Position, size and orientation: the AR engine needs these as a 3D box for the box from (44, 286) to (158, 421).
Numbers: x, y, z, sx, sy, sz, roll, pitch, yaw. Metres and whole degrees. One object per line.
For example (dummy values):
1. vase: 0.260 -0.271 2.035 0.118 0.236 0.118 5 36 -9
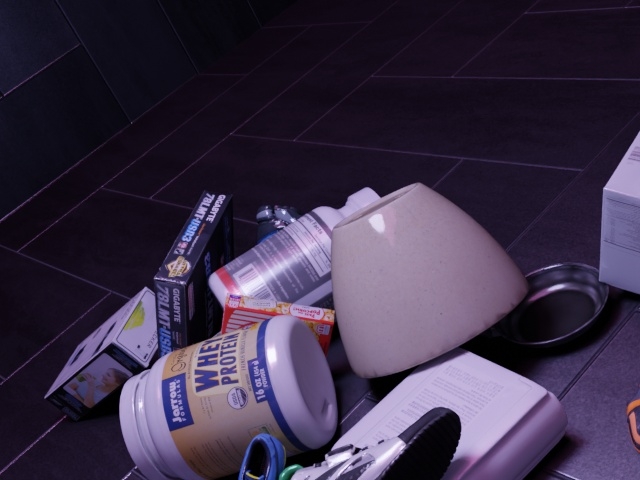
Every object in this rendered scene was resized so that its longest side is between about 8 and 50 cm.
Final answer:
1. box: -0.428 0.234 2.005 0.290 0.087 0.169 -36 19 39

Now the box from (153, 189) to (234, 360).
1. box: -0.246 0.100 1.966 0.073 0.296 0.293 10 38 8

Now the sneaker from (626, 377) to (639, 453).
1. sneaker: 0.550 0.177 1.285 0.321 0.125 0.180 -22 29 12

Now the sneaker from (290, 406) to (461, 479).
1. sneaker: 0.037 0.319 1.290 0.330 0.122 0.146 -42 45 -10

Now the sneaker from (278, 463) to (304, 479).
1. sneaker: -0.003 0.424 1.374 0.109 0.123 0.295 -32 29 -8

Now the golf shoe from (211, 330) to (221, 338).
1. golf shoe: -0.219 0.249 1.885 0.086 0.069 0.176 -5 56 64

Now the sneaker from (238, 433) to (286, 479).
1. sneaker: -0.101 0.394 1.469 0.069 0.082 0.209 4 74 17

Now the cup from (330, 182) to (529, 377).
1. cup: 0.147 0.044 1.643 0.331 0.237 0.331 -28 5 3

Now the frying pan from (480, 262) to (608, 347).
1. frying pan: 0.328 0.144 1.623 0.326 0.053 0.197 -32 28 -2

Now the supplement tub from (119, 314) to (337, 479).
1. supplement tub: -0.153 0.274 1.650 0.316 0.228 0.228 -20 29 15

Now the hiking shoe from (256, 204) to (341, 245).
1. hiking shoe: 0.000 0.000 2.131 0.304 0.113 0.132 3 83 25

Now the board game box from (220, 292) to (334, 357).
1. board game box: -0.082 0.177 1.747 0.193 0.147 0.045 9 32 -2

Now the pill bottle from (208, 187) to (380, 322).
1. pill bottle: -0.016 0.065 1.897 0.363 0.210 0.210 -32 28 -8

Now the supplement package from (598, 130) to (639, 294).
1. supplement package: 0.545 -0.045 1.540 0.149 0.203 0.194 19 50 30

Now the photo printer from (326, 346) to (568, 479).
1. photo printer: 0.170 0.306 1.432 0.307 0.107 0.256 -40 30 -19
